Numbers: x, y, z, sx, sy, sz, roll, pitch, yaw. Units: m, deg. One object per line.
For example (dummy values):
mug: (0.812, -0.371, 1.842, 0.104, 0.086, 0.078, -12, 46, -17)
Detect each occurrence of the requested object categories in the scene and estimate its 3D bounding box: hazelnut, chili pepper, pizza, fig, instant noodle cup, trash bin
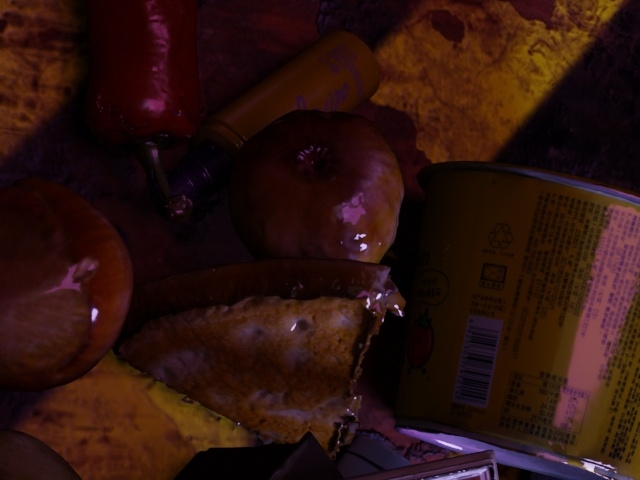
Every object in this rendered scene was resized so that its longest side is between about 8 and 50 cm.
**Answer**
hazelnut: (-0.229, 0.035, 1.402, 0.182, 0.182, 0.182, 7, 78, -34)
chili pepper: (-0.165, -0.196, 1.528, 0.110, 0.110, 0.387, 3, 75, -35)
pizza: (-0.017, 0.093, 1.502, 0.288, 0.251, 0.074, 36, 45, -35)
fig: (0.000, 0.000, 1.558, 0.159, 0.257, 0.159, 0, 49, 0)
instant noodle cup: (0.219, 0.091, 1.636, 0.326, 0.325, 0.254, 21, 79, -31)
trash bin: (0.047, 0.267, 1.602, 0.116, 0.059, 0.130, 31, 62, 10)

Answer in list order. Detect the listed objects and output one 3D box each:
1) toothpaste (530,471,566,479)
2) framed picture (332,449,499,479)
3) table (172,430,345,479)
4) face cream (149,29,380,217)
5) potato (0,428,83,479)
toothpaste: (0.269, 0.163, 1.801, 0.125, 0.080, 0.371, 21, 63, -28)
framed picture: (0.062, 0.299, 1.416, 0.273, 0.016, 0.216, -6, 86, -36)
table: (-0.069, 0.282, 1.455, 0.169, 0.193, 0.172, -44, 107, -32)
face cream: (-0.057, -0.104, 1.599, 0.273, 0.078, 0.078, -39, 105, -33)
potato: (-0.243, 0.302, 1.330, 0.173, 0.210, 0.307, 6, 70, -62)
